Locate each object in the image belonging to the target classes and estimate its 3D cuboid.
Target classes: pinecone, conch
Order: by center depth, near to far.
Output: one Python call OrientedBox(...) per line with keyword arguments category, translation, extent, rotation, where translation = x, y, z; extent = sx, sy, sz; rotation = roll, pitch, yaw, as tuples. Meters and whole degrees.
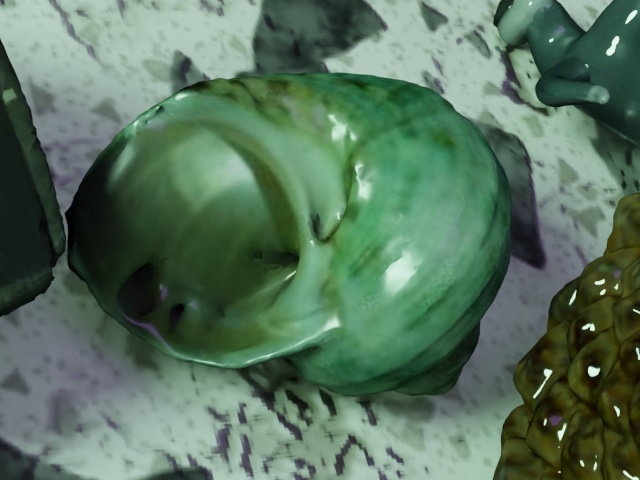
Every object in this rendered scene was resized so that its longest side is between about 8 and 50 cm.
OrientedBox(category="pinecone", translation=(0.210, 0.103, 0.679), extent=(0.257, 0.243, 0.243), rotation=(47, 47, -20))
OrientedBox(category="conch", translation=(-0.003, -0.001, 0.708), extent=(0.188, 0.122, 0.176), rotation=(38, 70, 3))

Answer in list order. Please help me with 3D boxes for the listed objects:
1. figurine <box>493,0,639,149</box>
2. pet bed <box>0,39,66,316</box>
OrientedBox(category="figurine", translation=(0.209, -0.073, 0.837), extent=(0.265, 0.193, 0.140), rotation=(31, 50, 10))
OrientedBox(category="pet bed", translation=(-0.232, -0.024, 0.591), extent=(0.211, 0.159, 0.183), rotation=(-25, 99, -36))
